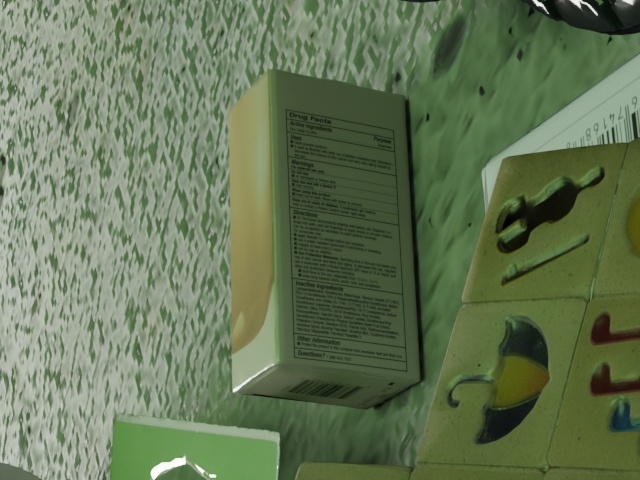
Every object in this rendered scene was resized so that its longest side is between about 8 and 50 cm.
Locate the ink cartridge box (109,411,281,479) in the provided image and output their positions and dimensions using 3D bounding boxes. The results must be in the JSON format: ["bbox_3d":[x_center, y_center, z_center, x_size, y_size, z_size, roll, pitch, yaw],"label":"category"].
[{"bbox_3d":[-0.039,0.188,0.690,0.171,0.056,0.235,-6,76,63],"label":"ink cartridge box"}]

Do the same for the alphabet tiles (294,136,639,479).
[{"bbox_3d":[0.051,0.083,0.356,0.198,0.009,0.237,-6,60,49],"label":"alphabet tiles"}]

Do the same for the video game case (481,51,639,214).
[{"bbox_3d":[0.136,0.047,0.377,0.269,0.061,0.244,-37,48,55],"label":"video game case"}]

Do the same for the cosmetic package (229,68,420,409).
[{"bbox_3d":[0.000,0.000,0.669,0.041,0.060,0.115,-37,48,55],"label":"cosmetic package"}]

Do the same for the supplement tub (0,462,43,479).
[{"bbox_3d":[-0.180,0.220,0.866,0.144,0.144,0.199,-54,37,43],"label":"supplement tub"}]

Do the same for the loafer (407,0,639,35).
[{"bbox_3d":[0.073,-0.107,0.527,0.076,0.078,0.223,63,167,-16],"label":"loafer"}]
